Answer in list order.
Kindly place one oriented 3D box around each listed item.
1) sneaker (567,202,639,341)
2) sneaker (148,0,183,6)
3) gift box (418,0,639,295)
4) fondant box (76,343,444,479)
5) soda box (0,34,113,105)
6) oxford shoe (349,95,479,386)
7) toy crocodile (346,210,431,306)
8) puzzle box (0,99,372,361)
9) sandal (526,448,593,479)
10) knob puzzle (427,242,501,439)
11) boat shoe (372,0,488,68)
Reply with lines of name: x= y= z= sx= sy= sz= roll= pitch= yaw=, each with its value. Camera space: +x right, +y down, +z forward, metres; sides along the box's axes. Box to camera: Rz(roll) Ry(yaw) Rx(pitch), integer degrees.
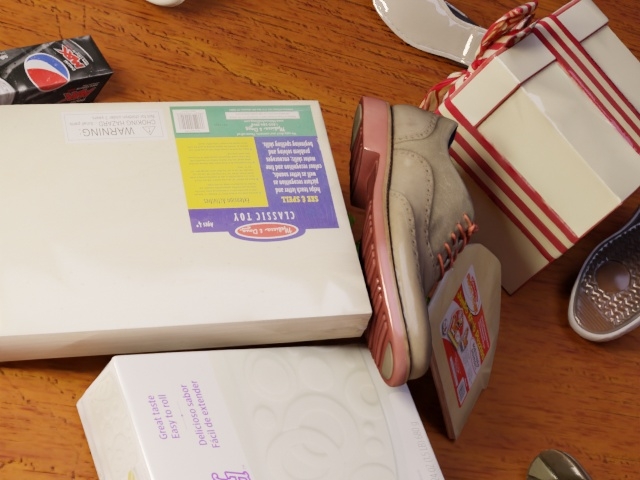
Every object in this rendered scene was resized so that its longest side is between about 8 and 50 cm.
sneaker: x=0.397 y=0.031 z=2.150 sx=0.106 sy=0.123 sz=0.290 roll=33 pitch=63 yaw=16
sneaker: x=-0.189 y=-0.428 z=2.073 sx=0.148 sy=0.131 sz=0.350 roll=1 pitch=60 yaw=-44
gift box: x=0.252 y=-0.124 z=2.052 sx=0.258 sy=0.255 sz=0.276 roll=50 pitch=40 yaw=6
fondant box: x=-0.042 y=0.227 z=1.669 sx=0.330 sy=0.096 sz=0.238 roll=-1 pitch=57 yaw=-35
soda box: x=-0.303 y=-0.167 z=1.823 sx=0.169 sy=0.060 sz=0.053 roll=-18 pitch=69 yaw=-43
oxford shoe: x=0.103 y=-0.007 z=1.785 sx=0.130 sy=0.123 sz=0.348 roll=4 pitch=56 yaw=-8
toy crocodile: x=0.000 y=0.000 z=1.891 sx=0.340 sy=0.105 sz=0.115 roll=44 pitch=43 yaw=-4
puzzle box: x=-0.171 y=-0.016 z=1.720 sx=0.408 sy=0.052 sz=0.272 roll=-2 pitch=56 yaw=-17
sandal: x=0.297 y=0.322 z=1.864 sx=0.060 sy=0.090 sz=0.219 roll=13 pitch=39 yaw=-57
knob puzzle: x=0.153 y=0.088 z=1.896 sx=0.213 sy=0.030 sz=0.213 roll=-18 pitch=110 yaw=-62
boat shoe: x=0.155 y=-0.272 z=2.258 sx=0.206 sy=0.075 sz=0.065 roll=27 pitch=1 yaw=-8
